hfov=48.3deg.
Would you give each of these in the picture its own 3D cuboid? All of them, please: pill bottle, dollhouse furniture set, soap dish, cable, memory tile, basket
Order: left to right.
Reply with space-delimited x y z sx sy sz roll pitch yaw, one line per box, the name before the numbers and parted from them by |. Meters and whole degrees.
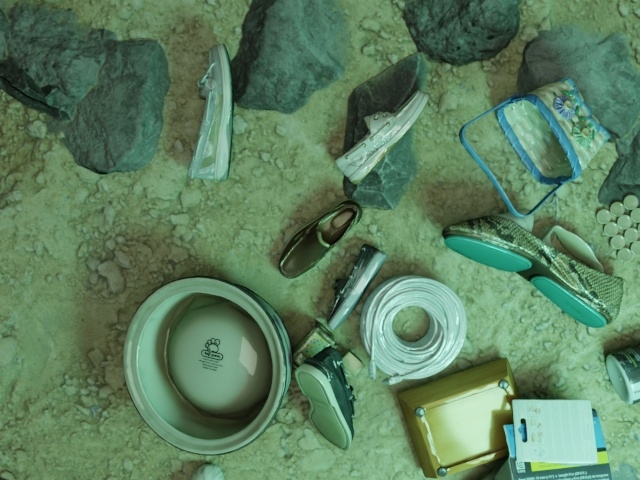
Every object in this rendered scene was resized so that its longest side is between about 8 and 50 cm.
dollhouse furniture set | -0.010 0.322 1.742 0.161 0.101 0.182 42 93 -4
cable | 0.225 0.209 1.742 0.257 0.089 0.257 -8 94 -1
soap dish | 0.360 0.441 1.747 0.291 0.118 0.228 -19 95 1
basket | 0.491 -0.229 1.649 0.289 0.201 0.254 -38 95 -7
memory tile | 0.758 -0.030 1.763 0.113 0.012 0.148 -29 94 2
pill bottle | 0.838 0.300 1.733 0.246 0.130 0.130 -18 95 1

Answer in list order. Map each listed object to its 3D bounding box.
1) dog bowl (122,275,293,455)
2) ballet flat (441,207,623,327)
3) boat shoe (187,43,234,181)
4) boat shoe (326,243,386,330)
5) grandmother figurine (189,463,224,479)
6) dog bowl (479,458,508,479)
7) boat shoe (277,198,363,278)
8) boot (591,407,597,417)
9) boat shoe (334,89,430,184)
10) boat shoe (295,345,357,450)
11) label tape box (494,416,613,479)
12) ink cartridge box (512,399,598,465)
dog bowl | -0.246 0.279 1.669 0.408 0.150 0.407 1 92 18
ballet flat | 0.519 0.032 1.713 0.483 0.164 0.182 28 73 -8
boat shoe | -0.258 -0.301 1.683 0.103 0.118 0.320 3 102 -5
boat shoe | 0.070 0.109 1.742 0.076 0.080 0.228 34 97 14
grandmother figurine | -0.279 0.731 1.783 0.208 0.104 0.342 -3 92 -28
dog bowl | 0.482 0.730 1.782 0.349 0.102 0.348 0 95 -1
boat shoe | -0.006 -0.006 1.717 0.095 0.095 0.257 44 93 -4
boot | 0.661 0.515 1.779 0.086 0.069 0.190 -10 94 6
boat shoe | 0.143 -0.263 1.696 0.096 0.098 0.277 42 95 -4
boat shoe | 0.032 0.373 1.698 0.113 0.127 0.340 -50 137 -31
label tape box | 0.550 0.601 1.665 0.249 0.115 0.347 -2 72 -12
ink cartridge box | 0.537 0.442 1.647 0.179 0.045 0.145 -2 67 9
